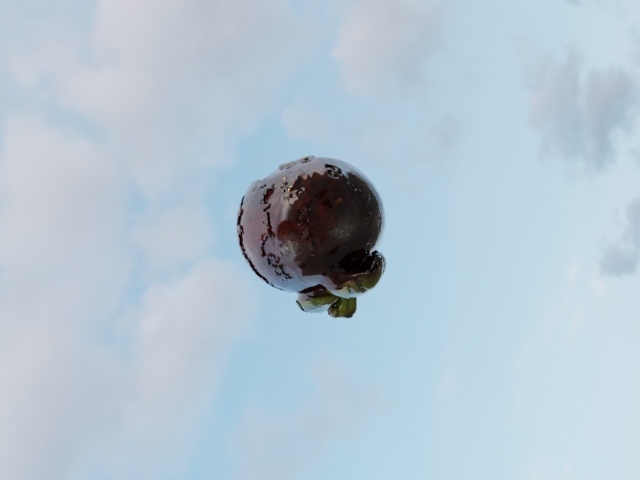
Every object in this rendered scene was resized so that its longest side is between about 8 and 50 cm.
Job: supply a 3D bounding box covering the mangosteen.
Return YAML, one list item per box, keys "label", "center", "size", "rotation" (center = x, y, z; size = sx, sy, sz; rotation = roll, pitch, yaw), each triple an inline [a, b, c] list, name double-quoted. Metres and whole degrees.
- label: "mangosteen"
  center: [0.000, 0.000, 0.702]
  size: [0.166, 0.166, 0.180]
  rotation: [-34, -82, -46]
